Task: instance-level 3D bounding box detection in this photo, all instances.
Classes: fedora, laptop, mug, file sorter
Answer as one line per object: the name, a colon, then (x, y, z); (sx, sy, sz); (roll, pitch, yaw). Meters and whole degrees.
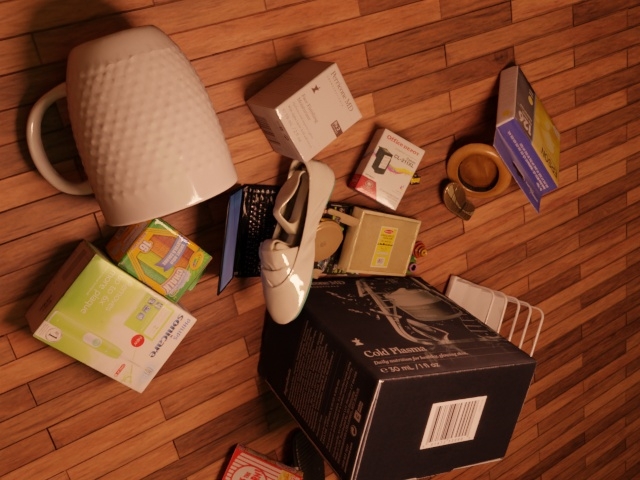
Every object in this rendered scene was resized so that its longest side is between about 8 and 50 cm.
fedora: (0.451, -0.209, 1.887); (0.194, 0.194, 0.079); (56, 38, -32)
laptop: (-0.135, -0.005, 1.577); (0.264, 0.136, 0.235); (0, 106, -32)
mug: (-0.387, -0.217, 1.297); (0.373, 0.276, 0.328); (-16, 106, 5)
file sorter: (0.514, 0.246, 2.020); (0.277, 0.173, 0.193); (21, 86, -37)

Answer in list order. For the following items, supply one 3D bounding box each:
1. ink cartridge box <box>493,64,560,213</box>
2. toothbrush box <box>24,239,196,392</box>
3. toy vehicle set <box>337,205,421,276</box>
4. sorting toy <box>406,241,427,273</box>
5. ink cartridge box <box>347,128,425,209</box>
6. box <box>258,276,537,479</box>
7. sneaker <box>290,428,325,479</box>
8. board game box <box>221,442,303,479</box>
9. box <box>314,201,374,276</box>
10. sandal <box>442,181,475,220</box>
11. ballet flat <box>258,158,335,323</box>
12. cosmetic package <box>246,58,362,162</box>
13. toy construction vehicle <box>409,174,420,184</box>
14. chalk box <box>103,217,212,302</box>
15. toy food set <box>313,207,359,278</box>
ink cartridge box: (0.592, -0.287, 1.889); (0.303, 0.072, 0.307); (45, 44, -35)
toothbrush box: (-0.450, 0.167, 1.447); (0.283, 0.122, 0.206); (42, 82, -36)
toy vehicle set: (0.162, 0.008, 1.787); (0.266, 0.035, 0.166); (8, 101, -48)
sorting toy: (0.271, 0.053, 1.905); (0.061, 0.042, 0.102); (23, 93, -35)
ink cartridge box: (0.170, -0.185, 1.727); (0.127, 0.072, 0.175); (26, 91, -14)
box: (0.173, 0.318, 1.655); (0.479, 0.471, 0.298); (1, 111, -32)
sneaker: (-0.060, 0.695, 1.865); (0.122, 0.146, 0.331); (-7, 86, -58)
board game box: (-0.163, 0.646, 1.764); (0.193, 0.045, 0.147); (23, 93, 1)
box: (0.040, -0.003, 1.744); (0.184, 0.045, 0.191); (5, 104, -30)
sandal: (0.392, -0.113, 1.928); (0.072, 0.049, 0.180); (-54, 139, 1)
ballet flat: (-0.075, -0.013, 1.548); (0.139, 0.139, 0.401); (26, 73, -35)
cosmetic package: (-0.037, -0.301, 1.532); (0.183, 0.151, 0.151); (-41, 123, -15)
toy construction vehicle: (0.227, -0.191, 1.809); (0.098, 0.035, 0.086); (-10, 121, -27)
chalk box: (-0.340, 0.039, 1.466); (0.213, 0.132, 0.132); (40, 84, -34)
toy food set: (0.000, 0.000, 1.663); (0.132, 0.038, 0.192); (21, 110, -45)
